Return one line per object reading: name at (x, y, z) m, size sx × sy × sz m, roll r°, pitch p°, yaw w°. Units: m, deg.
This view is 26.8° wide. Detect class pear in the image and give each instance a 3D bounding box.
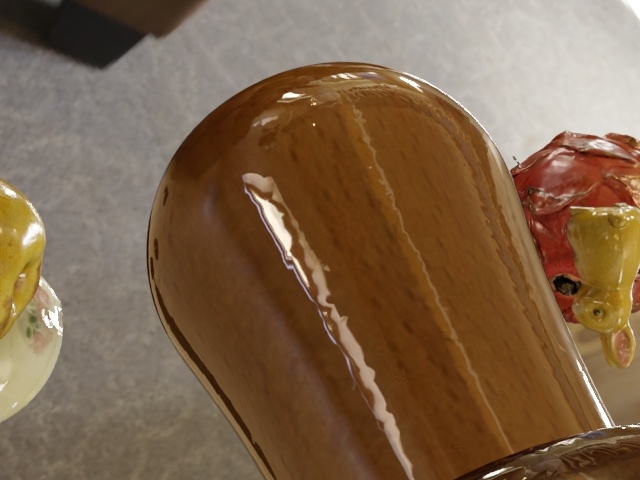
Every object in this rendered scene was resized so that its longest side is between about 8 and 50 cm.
pear at (-0.399, 0.016, 1.409) m, size 0.209 × 0.209 × 0.209 m, roll 29°, pitch 45°, yaw -33°

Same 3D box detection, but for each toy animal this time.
toy animal at (0.271, 0.046, 1.262) m, size 0.083 × 0.070 × 0.159 m, roll -119°, pitch -153°, yaw -78°

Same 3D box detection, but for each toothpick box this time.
toothpick box at (0.041, 0.073, 0.468) m, size 0.192 × 0.192 × 0.294 m, roll 20°, pitch 31°, yaw -39°

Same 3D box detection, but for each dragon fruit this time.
dragon fruit at (0.319, -0.017, 1.595) m, size 0.241 × 0.241 × 0.252 m, roll 30°, pitch 42°, yaw -32°

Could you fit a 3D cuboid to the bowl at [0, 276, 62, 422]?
bowl at (-0.514, 0.119, 1.871) m, size 0.145 × 0.277 × 0.277 m, roll 63°, pitch 14°, yaw -62°
